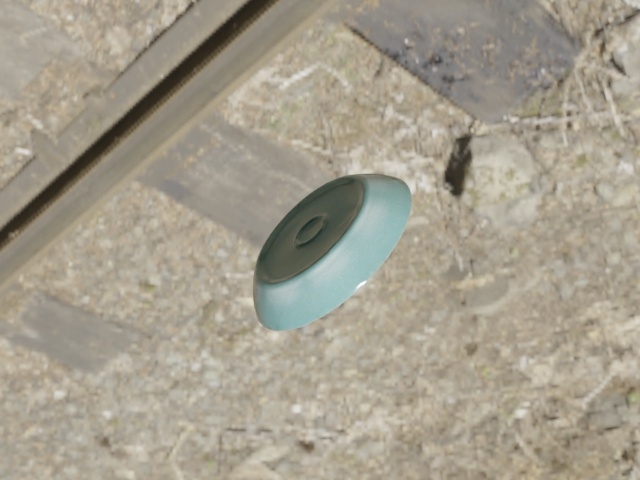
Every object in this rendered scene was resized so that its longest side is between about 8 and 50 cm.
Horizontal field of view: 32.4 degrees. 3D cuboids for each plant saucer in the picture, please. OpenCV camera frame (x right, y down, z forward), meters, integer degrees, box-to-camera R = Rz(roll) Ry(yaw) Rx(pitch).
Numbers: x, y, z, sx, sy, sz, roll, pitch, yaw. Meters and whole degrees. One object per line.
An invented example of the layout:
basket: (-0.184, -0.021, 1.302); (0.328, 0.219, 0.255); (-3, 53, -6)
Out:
plant saucer: (0.000, 0.000, 0.645); (0.119, 0.119, 0.021); (-29, 118, 29)
